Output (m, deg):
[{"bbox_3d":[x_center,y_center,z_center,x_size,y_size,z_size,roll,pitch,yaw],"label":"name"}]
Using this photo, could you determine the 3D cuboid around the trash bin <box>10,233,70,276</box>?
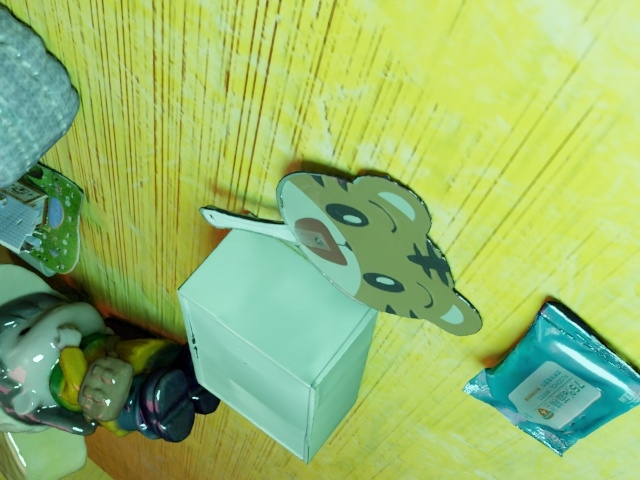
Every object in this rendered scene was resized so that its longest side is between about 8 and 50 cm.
[{"bbox_3d":[-0.349,-0.032,1.173,0.130,0.059,0.116,34,155,14],"label":"trash bin"}]

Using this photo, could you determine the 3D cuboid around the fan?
[{"bbox_3d":[0.000,0.000,0.708,0.227,0.008,0.152,12,145,39],"label":"fan"}]

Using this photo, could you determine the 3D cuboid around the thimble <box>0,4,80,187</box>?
[{"bbox_3d":[-0.277,-0.121,0.842,0.150,0.098,0.150,34,156,18],"label":"thimble"}]

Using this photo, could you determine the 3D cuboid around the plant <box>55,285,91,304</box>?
[{"bbox_3d":[-0.339,0.106,1.398,0.085,0.087,0.174,8,159,2],"label":"plant"}]

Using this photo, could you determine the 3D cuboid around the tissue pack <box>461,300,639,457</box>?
[{"bbox_3d":[0.147,0.088,0.641,0.085,0.028,0.138,36,153,4],"label":"tissue pack"}]

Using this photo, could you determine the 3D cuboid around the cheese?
[{"bbox_3d":[-0.474,0.138,1.459,0.384,0.104,0.383,33,133,43],"label":"cheese"}]

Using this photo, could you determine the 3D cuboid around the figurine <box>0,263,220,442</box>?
[{"bbox_3d":[-0.277,0.161,1.197,0.332,0.185,0.204,23,125,22],"label":"figurine"}]

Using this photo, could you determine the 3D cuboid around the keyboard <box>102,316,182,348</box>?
[{"bbox_3d":[-0.208,0.145,1.324,0.231,0.023,0.072,13,137,49],"label":"keyboard"}]

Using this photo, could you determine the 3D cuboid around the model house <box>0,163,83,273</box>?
[{"bbox_3d":[-0.336,-0.026,1.054,0.167,0.088,0.117,28,121,19],"label":"model house"}]

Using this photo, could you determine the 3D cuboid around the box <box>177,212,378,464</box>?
[{"bbox_3d":[-0.034,0.091,0.857,0.129,0.086,0.225,35,157,13],"label":"box"}]
